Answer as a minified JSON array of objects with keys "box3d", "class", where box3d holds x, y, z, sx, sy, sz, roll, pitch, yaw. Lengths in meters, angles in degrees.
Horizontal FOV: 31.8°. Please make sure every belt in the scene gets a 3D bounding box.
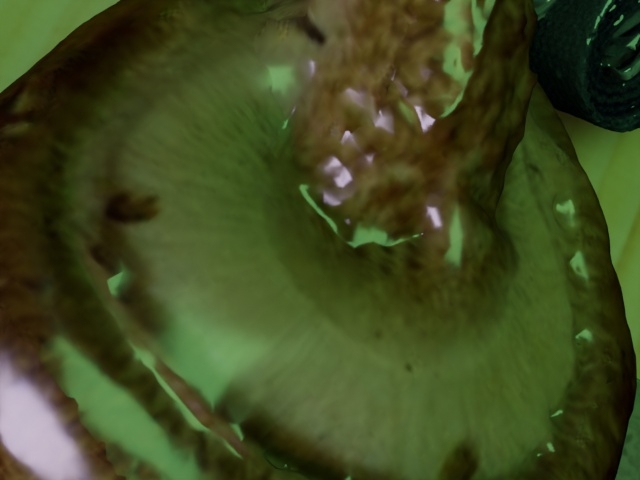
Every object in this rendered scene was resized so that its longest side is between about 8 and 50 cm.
[{"box3d":[0.185,-0.160,0.663,0.218,0.128,0.122,-42,132,-17],"class":"belt"}]

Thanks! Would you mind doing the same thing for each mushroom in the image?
[{"box3d":[0.000,0.000,0.481,0.345,0.259,0.346,13,59,-23],"class":"mushroom"}]

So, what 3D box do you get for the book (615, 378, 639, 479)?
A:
[{"box3d":[0.167,0.216,0.640,0.379,0.031,0.264,28,77,-11],"class":"book"}]
